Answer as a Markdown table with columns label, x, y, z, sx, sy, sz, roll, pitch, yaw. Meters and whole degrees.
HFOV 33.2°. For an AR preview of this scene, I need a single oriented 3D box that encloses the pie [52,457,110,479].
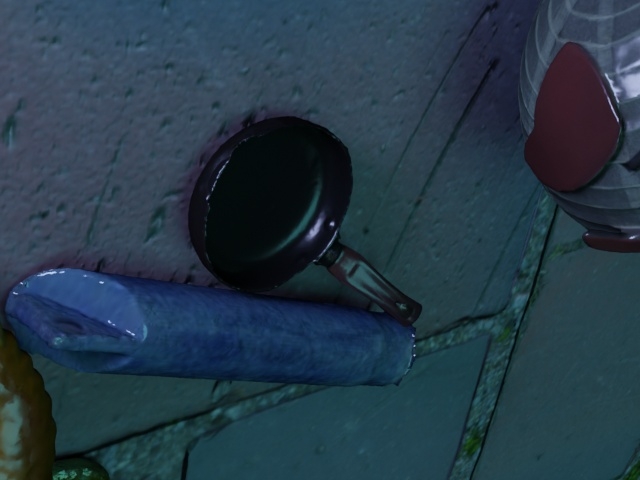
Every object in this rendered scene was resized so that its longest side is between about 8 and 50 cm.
| label | x | y | z | sx | sy | sz | roll | pitch | yaw |
| --- | --- | --- | --- | --- | --- | --- | --- | --- | --- |
| pie | -0.173 | 0.175 | 0.697 | 0.085 | 0.017 | 0.085 | -21 | 130 | -28 |

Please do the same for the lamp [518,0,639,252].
| label | x | y | z | sx | sy | sz | roll | pitch | yaw |
| --- | --- | --- | --- | --- | --- | --- | --- | --- | --- |
| lamp | 0.241 | -0.113 | 0.697 | 0.265 | 0.233 | 0.233 | -46 | 140 | 6 |

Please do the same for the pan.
| label | x | y | z | sx | sy | sz | roll | pitch | yaw |
| --- | --- | --- | --- | --- | --- | --- | --- | --- | --- |
| pan | -0.001 | -0.001 | 0.696 | 0.115 | 0.040 | 0.212 | -53 | 132 | -1 |

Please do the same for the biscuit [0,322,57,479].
| label | x | y | z | sx | sy | sz | roll | pitch | yaw |
| --- | --- | --- | --- | --- | --- | --- | --- | --- | --- |
| biscuit | -0.239 | 0.108 | 0.514 | 0.221 | 0.066 | 0.220 | -11 | 114 | -28 |

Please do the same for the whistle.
| label | x | y | z | sx | sy | sz | roll | pitch | yaw |
| --- | --- | --- | --- | --- | --- | --- | --- | --- | --- |
| whistle | -0.053 | 0.060 | 0.686 | 0.304 | 0.062 | 0.062 | 11 | 112 | -46 |
